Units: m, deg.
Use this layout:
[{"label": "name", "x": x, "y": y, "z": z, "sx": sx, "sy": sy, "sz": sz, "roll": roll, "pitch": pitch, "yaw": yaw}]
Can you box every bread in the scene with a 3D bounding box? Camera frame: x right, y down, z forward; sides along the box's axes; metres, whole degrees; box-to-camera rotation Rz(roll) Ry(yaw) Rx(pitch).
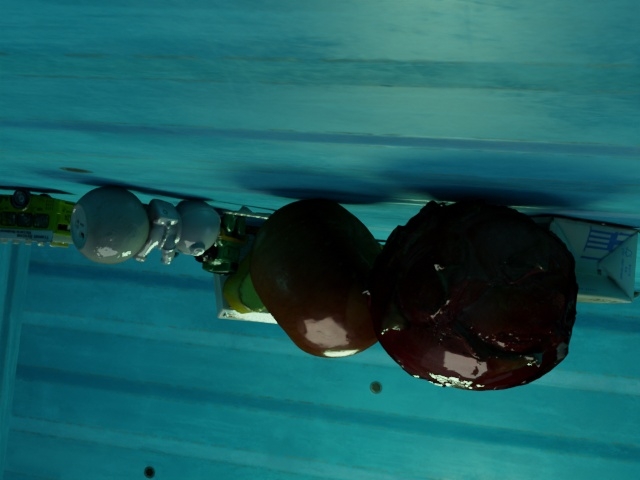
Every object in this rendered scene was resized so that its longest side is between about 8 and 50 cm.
[{"label": "bread", "x": -0.123, "y": 0.062, "z": 2.040, "sx": 0.102, "sy": 0.245, "sz": 0.094, "roll": 48, "pitch": 152, "yaw": -23}]

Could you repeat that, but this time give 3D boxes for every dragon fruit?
[{"label": "dragon fruit", "x": 0.225, "y": 0.076, "z": 1.325, "sx": 0.301, "sy": 0.296, "sz": 0.295, "roll": 5, "pitch": 176, "yaw": 28}]

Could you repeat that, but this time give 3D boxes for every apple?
[{"label": "apple", "x": 0.001, "y": 0.065, "z": 1.501, "sx": 0.206, "sy": 0.272, "sz": 0.251, "roll": -35, "pitch": -172, "yaw": 13}]

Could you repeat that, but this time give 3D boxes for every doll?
[{"label": "doll", "x": -0.313, "y": -0.028, "z": 1.682, "sx": 0.287, "sy": 0.151, "sz": 0.151, "roll": 0, "pitch": 180, "yaw": -35}]

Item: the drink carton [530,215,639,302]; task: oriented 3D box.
[{"label": "drink carton", "x": 0.377, "y": 0.035, "z": 1.587, "sx": 0.194, "sy": 0.132, "sz": 0.324, "roll": 8, "pitch": 176, "yaw": -23}]

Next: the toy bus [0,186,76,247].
[{"label": "toy bus", "x": -0.656, "y": -0.039, "z": 1.882, "sx": 0.301, "sy": 0.139, "sz": 0.113, "roll": 3, "pitch": 177, "yaw": 16}]

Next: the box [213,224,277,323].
[{"label": "box", "x": -0.125, "y": 0.081, "z": 2.163, "sx": 0.273, "sy": 0.265, "sz": 0.048, "roll": 9, "pitch": 137, "yaw": -23}]

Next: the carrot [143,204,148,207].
[{"label": "carrot", "x": -0.355, "y": -0.052, "z": 1.993, "sx": 0.057, "sy": 0.057, "sz": 0.224, "roll": 4, "pitch": 170, "yaw": 26}]

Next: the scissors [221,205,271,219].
[{"label": "scissors", "x": -0.096, "y": -0.050, "z": 1.789, "sx": 0.212, "sy": 0.021, "sz": 0.110, "roll": 8, "pitch": 179, "yaw": -28}]

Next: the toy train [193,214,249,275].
[{"label": "toy train", "x": -0.223, "y": 0.005, "z": 1.936, "sx": 0.091, "sy": 0.136, "sz": 0.227, "roll": 5, "pitch": 178, "yaw": 13}]

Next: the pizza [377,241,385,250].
[{"label": "pizza", "x": 0.112, "y": 0.018, "z": 2.301, "sx": 0.131, "sy": 0.041, "sz": 0.178, "roll": 5, "pitch": 177, "yaw": -32}]
